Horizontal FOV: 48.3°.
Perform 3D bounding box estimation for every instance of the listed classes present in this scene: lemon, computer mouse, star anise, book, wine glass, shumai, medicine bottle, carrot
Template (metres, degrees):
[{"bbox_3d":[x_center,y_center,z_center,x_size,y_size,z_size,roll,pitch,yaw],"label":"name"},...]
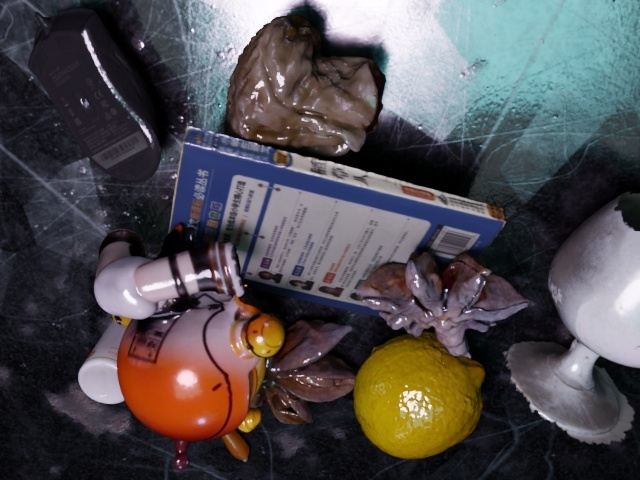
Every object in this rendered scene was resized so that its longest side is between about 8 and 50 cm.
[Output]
[{"bbox_3d":[0.151,0.243,1.125,0.231,0.192,0.192,-30,110,24],"label":"lemon"},{"bbox_3d":[-0.308,-0.210,1.011,0.147,0.088,0.264,-15,116,33],"label":"computer mouse"},{"bbox_3d":[-0.087,0.190,1.178,0.316,0.108,0.315,4,115,8],"label":"star anise"},{"bbox_3d":[0.000,0.000,1.013,0.428,0.039,0.300,14,143,-9],"label":"book"},{"bbox_3d":[0.419,0.104,1.004,0.238,0.238,0.322,20,126,-3],"label":"wine glass"},{"bbox_3d":[-0.022,-0.158,0.928,0.185,0.184,0.218,42,122,18],"label":"shumai"},{"bbox_3d":[-0.315,0.174,1.153,0.086,0.183,0.086,3,118,6],"label":"medicine bottle"},{"bbox_3d":[-0.169,0.354,1.313,0.035,0.035,0.142,-23,107,18],"label":"carrot"},{"bbox_3d":[0.173,0.087,0.994,0.229,0.093,0.236,-5,142,14],"label":"star anise"}]

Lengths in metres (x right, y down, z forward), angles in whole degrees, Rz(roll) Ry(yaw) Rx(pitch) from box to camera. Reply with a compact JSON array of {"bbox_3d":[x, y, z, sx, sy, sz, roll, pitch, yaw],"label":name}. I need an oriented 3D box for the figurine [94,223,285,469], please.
[{"bbox_3d":[-0.194,0.148,1.002,0.320,0.196,0.323,5,123,37],"label":"figurine"}]
